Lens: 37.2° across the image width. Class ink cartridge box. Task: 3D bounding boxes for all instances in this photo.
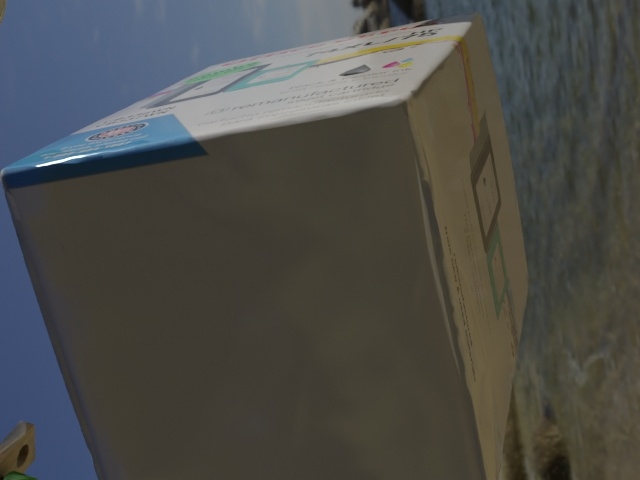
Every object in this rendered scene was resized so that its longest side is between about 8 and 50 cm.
[{"bbox_3d":[0.000,0.000,0.543,0.270,0.198,0.197,-54,-47,-65],"label":"ink cartridge box"}]

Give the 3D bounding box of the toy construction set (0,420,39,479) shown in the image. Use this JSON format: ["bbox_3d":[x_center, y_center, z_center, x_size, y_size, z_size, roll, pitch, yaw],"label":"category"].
[{"bbox_3d":[-0.340,0.133,0.726,0.309,0.237,0.257,3,-71,-79],"label":"toy construction set"}]

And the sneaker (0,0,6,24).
[{"bbox_3d":[-0.288,-0.272,0.765,0.092,0.087,0.229,21,115,47],"label":"sneaker"}]
